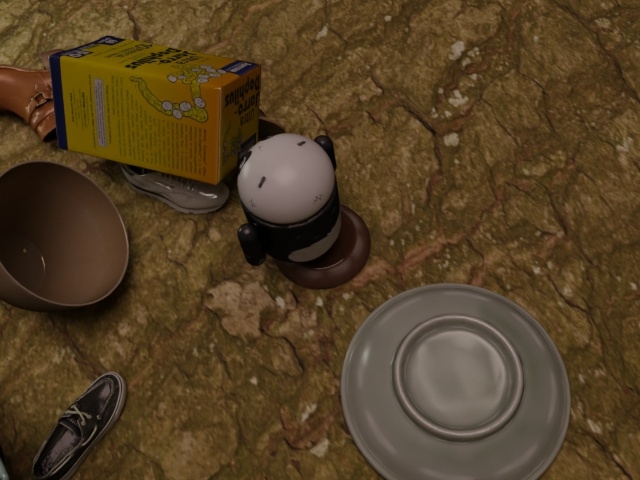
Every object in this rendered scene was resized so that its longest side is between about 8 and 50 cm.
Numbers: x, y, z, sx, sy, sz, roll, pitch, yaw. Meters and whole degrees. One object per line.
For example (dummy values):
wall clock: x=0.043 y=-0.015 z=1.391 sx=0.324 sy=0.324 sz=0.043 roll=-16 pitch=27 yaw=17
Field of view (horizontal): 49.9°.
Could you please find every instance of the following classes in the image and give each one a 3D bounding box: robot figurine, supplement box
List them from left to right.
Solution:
supplement box: x=-0.320 y=-0.267 z=1.366 sx=0.357 sy=0.195 sz=0.194 roll=14 pitch=31 yaw=13
robot figurine: x=-0.053 y=-0.069 z=1.222 sx=0.174 sy=0.278 sz=0.209 roll=-5 pitch=63 yaw=3

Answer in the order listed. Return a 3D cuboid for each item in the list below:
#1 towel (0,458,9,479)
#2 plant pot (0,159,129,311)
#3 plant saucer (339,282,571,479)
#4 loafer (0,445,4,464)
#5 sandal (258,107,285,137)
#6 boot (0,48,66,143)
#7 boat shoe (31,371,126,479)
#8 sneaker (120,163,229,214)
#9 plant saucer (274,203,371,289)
towel: x=-0.574 y=0.397 z=0.989 sx=0.375 sy=0.090 sz=0.320 roll=27 pitch=99 yaw=47
plant pot: x=-0.535 y=0.017 z=1.294 sx=0.191 sy=0.284 sz=0.283 roll=-26 pitch=56 yaw=34
plant saucer: x=0.232 y=0.242 z=1.179 sx=0.401 sy=0.100 sz=0.400 roll=-2 pitch=63 yaw=4
loafer: x=-0.617 y=0.348 z=1.208 sx=0.080 sy=0.078 sz=0.219 roll=-18 pitch=62 yaw=-4
sandal: x=-0.189 y=-0.279 z=1.492 sx=0.240 sy=0.088 sz=0.079 roll=4 pitch=68 yaw=13
boot: x=-0.652 y=-0.293 z=1.543 sx=0.284 sy=0.109 sz=0.220 roll=-24 pitch=67 yaw=-15
boat shoe: x=-0.421 y=0.326 z=1.207 sx=0.078 sy=0.070 sz=0.219 roll=23 pitch=67 yaw=16
sneaker: x=-0.303 y=-0.123 z=1.418 sx=0.235 sy=0.094 sz=0.090 roll=14 pitch=63 yaw=10
plant saucer: x=0.000 y=0.000 z=1.360 sx=0.199 sy=0.036 sz=0.198 roll=-2 pitch=63 yaw=5
